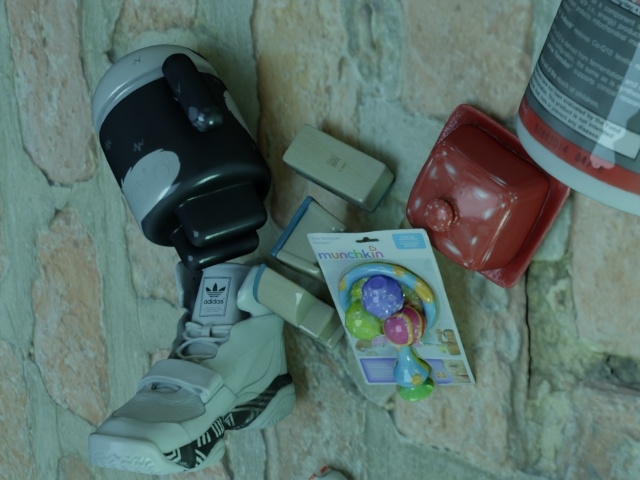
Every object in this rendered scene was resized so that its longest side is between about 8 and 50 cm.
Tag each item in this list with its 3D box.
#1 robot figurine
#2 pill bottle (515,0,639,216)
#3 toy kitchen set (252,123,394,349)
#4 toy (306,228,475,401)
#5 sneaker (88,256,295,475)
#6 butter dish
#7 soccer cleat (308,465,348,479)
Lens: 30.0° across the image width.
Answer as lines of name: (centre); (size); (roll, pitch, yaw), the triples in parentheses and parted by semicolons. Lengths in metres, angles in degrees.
robot figurine: (-0.163, -0.105, 1.434); (0.209, 0.174, 0.278); (-39, 65, 24)
pill bottle: (0.319, -0.215, 1.001); (0.210, 0.210, 0.362); (34, 123, 26)
toy kitchen set: (0.000, 0.000, 1.423); (0.122, 0.166, 0.207); (31, 84, 27)
toy: (0.076, 0.093, 1.314); (0.137, 0.056, 0.237); (-3, 133, 24)
sneaker: (-0.148, 0.136, 1.396); (0.137, 0.366, 0.210); (2, 98, 27)
butter dish: (0.151, -0.037, 1.251); (0.160, 0.118, 0.159); (40, 124, 23)
soccer cleat: (-0.017, 0.375, 1.550); (0.076, 0.068, 0.196); (45, 124, 16)
